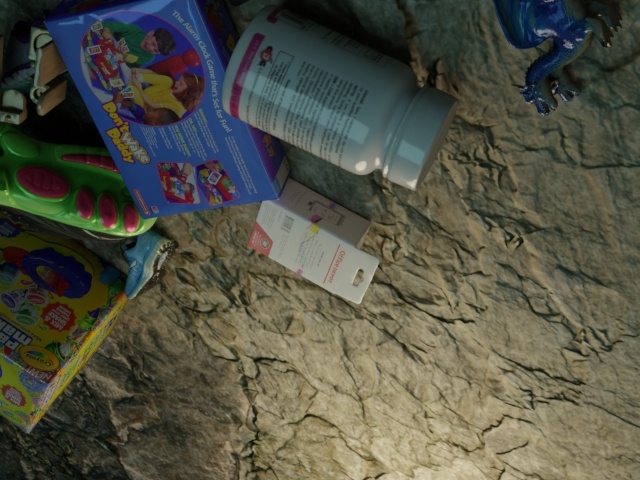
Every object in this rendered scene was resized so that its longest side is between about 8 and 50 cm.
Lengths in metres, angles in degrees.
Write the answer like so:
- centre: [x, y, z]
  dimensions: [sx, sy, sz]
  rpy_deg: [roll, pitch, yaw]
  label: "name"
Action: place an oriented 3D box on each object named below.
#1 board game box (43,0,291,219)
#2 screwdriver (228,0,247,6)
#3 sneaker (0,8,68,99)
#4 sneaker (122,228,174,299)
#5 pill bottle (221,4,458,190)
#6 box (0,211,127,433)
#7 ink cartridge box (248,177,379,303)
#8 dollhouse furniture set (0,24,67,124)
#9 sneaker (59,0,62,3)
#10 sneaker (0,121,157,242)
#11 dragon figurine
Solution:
- centre: [-0.212, -0.203, 1.724]
  dimensions: [0.233, 0.078, 0.347]
  rpy_deg: [-7, 125, 21]
  label: "board game box"
- centre: [-0.064, -0.357, 1.586]
  dimensions: [0.025, 0.024, 0.170]
  rpy_deg: [25, 142, -33]
  label: "screwdriver"
- centre: [-0.465, -0.284, 1.861]
  dimensions: [0.224, 0.083, 0.098]
  rpy_deg: [-15, 89, 41]
  label: "sneaker"
- centre: [-0.303, 0.035, 2.042]
  dimensions: [0.073, 0.063, 0.162]
  rpy_deg: [43, 131, 13]
  label: "sneaker"
- centre: [0.026, -0.184, 1.580]
  dimensions: [0.283, 0.160, 0.160]
  rpy_deg: [26, 135, 9]
  label: "pill bottle"
- centre: [-0.532, 0.124, 2.080]
  dimensions: [0.290, 0.279, 0.177]
  rpy_deg: [33, 136, 0]
  label: "box"
- centre: [0.000, 0.000, 1.819]
  dimensions: [0.198, 0.067, 0.115]
  rpy_deg: [30, 136, 7]
  label: "ink cartridge box"
- centre: [-0.454, -0.234, 1.717]
  dimensions: [0.151, 0.123, 0.144]
  rpy_deg: [12, 113, 3]
  label: "dollhouse furniture set"
- centre: [-0.324, -0.361, 1.717]
  dimensions: [0.070, 0.051, 0.134]
  rpy_deg: [27, 128, -16]
  label: "sneaker"
- centre: [-0.497, -0.102, 1.892]
  dimensions: [0.483, 0.185, 0.202]
  rpy_deg: [25, 153, -12]
  label: "sneaker"
- centre: [0.259, -0.279, 1.418]
  dimensions: [0.144, 0.085, 0.289]
  rpy_deg: [-15, 119, 37]
  label: "dragon figurine"
